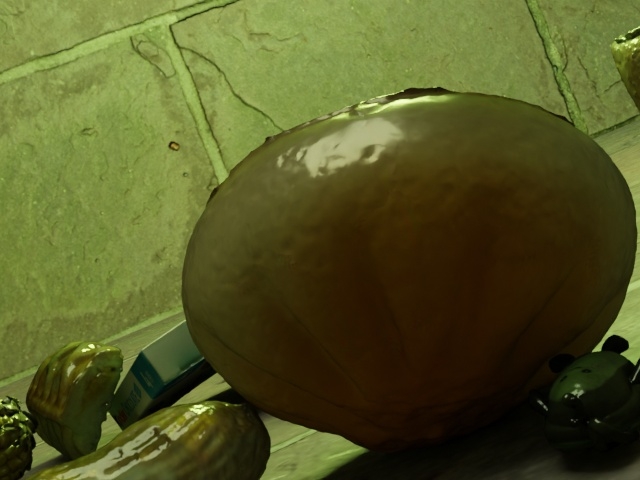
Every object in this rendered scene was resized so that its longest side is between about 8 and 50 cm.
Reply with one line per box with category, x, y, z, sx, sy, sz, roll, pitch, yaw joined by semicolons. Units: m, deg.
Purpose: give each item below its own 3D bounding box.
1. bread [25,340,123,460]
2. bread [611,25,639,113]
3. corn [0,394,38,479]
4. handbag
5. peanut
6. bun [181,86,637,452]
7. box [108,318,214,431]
bread;-0.269;0.171;1.338;0.088;0.128;0.232;10;-8;-16
bread;0.424;-0.166;1.297;0.196;0.246;0.176;-25;1;10
corn;-0.429;0.254;1.242;0.318;0.115;0.115;-25;4;-30
handbag;0.148;0.087;0.663;0.072;0.047;0.111;-22;1;17
peanut;-0.125;0.169;0.807;0.207;0.087;0.087;-25;4;-17
bun;0.059;0.047;0.783;0.299;0.164;0.299;-6;-29;-3
box;-0.093;0.093;1.302;0.265;0.048;0.273;-33;-6;-23
